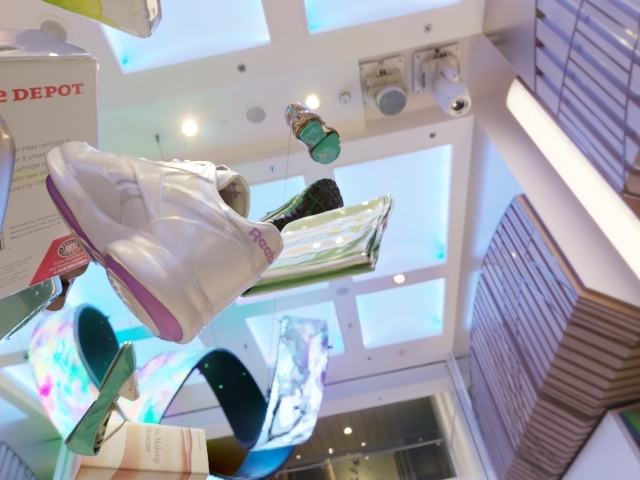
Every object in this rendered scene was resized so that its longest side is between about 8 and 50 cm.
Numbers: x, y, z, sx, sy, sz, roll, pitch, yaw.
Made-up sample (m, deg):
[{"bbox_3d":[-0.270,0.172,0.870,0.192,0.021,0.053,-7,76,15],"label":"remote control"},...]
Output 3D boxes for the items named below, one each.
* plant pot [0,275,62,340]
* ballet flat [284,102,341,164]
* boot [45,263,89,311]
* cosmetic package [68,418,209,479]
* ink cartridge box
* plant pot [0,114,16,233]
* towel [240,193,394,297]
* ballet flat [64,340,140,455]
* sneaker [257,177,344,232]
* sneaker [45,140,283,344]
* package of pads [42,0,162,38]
[{"bbox_3d":[-0.706,0.090,1.004,0.293,0.293,0.235,-37,-78,25],"label":"plant pot"},{"bbox_3d":[-0.013,-0.199,0.876,0.073,0.067,0.206,-38,-15,5],"label":"ballet flat"},{"bbox_3d":[-0.697,0.031,1.325,0.109,0.220,0.283,12,-54,-26],"label":"boot"},{"bbox_3d":[-0.438,0.543,1.163,0.296,0.153,0.129,18,-71,-28],"label":"cosmetic package"},{"bbox_3d":[-0.506,-0.112,0.733,0.279,0.160,0.384,-31,-36,-51],"label":"ink cartridge box"},{"bbox_3d":[-0.397,0.008,0.415,0.237,0.254,0.237,-18,-26,-9],"label":"plant pot"},{"bbox_3d":[0.000,0.000,0.845,0.248,0.325,0.038,-14,-73,19],"label":"towel"},{"bbox_3d":[-0.429,0.333,0.993,0.087,0.083,0.247,29,-96,-4],"label":"ballet flat"},{"bbox_3d":[-0.072,-0.054,1.198,0.146,0.344,0.134,-1,-63,50],"label":"sneaker"},{"bbox_3d":[-0.159,-0.026,0.469,0.152,0.305,0.114,-36,-39,-25],"label":"sneaker"},{"bbox_3d":[-0.488,-0.571,0.992,0.297,0.101,0.229,20,-26,-2],"label":"package of pads"}]
